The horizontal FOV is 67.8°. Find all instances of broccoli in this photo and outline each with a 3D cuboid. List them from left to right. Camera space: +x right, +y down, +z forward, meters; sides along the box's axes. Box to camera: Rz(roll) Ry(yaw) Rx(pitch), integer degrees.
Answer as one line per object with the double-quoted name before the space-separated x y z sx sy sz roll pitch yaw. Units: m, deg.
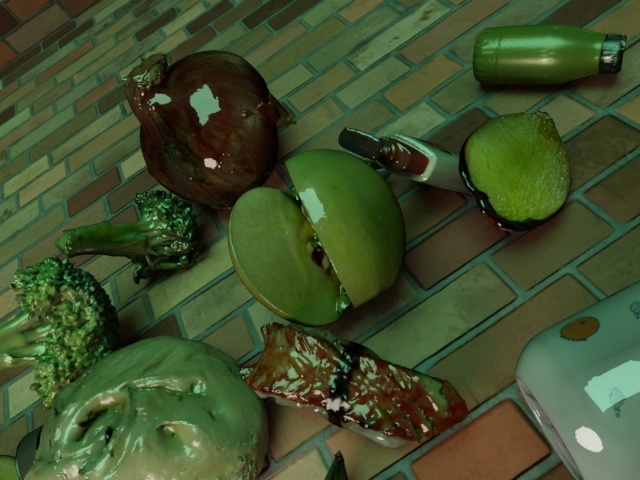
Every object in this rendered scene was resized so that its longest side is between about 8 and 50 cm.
"broccoli" -0.482 0.176 0.877 0.236 0.260 0.287 -17 91 13
"broccoli" -0.398 0.005 1.003 0.275 0.198 0.177 -24 66 -33

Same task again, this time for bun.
"bun" -0.266 0.299 0.742 0.363 0.234 0.325 -7 50 13

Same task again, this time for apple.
"apple" 0.000 0.000 0.779 0.292 0.292 0.254 -29 80 5

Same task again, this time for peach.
"peach" 0.327 -0.121 0.814 0.189 0.068 0.279 38 61 5

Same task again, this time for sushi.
"sushi" 0.037 0.211 0.696 0.333 0.130 0.124 19 72 11

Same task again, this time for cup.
"cup" 0.403 0.145 0.540 0.318 0.212 0.212 -28 51 7

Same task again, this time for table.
"table" -0.460 0.384 0.832 0.043 0.133 0.133 -31 51 2

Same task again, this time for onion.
"onion" -0.234 -0.243 1.050 0.354 0.353 0.353 -12 54 18

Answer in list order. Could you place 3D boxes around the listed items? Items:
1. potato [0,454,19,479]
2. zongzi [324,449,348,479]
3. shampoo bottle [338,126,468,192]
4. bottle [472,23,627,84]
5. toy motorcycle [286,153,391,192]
"potato" -0.576 0.502 0.826 0.255 0.112 0.269 -38 54 -7
"zongzi" 0.058 0.420 0.580 0.221 0.112 0.242 14 65 33
"shampoo bottle" 0.155 -0.143 0.814 0.153 0.284 0.071 37 112 35
"bottle" 0.438 -0.359 0.924 0.260 0.112 0.112 12 65 30
"toy motorcycle" 0.039 -0.102 0.964 0.225 0.073 0.152 -28 53 7
